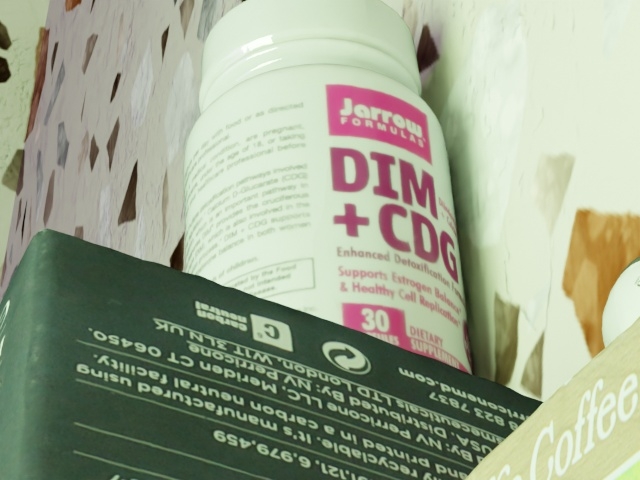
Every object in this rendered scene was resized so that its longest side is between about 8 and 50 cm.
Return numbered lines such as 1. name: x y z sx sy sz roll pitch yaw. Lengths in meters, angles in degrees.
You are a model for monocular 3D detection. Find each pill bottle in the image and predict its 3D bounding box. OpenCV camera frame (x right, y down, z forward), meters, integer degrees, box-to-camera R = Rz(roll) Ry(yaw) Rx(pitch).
1. pill bottle: 0.000 0.000 1.151 0.160 0.160 0.283 121 152 -50

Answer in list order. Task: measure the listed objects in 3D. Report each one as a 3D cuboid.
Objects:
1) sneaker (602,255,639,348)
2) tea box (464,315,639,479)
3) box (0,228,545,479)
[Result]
1. sneaker: 0.120 0.086 0.731 0.270 0.145 0.090 -128 19 -65
2. tea box: 0.189 0.150 0.385 0.329 0.220 0.323 125 149 -55
3. box: -0.073 0.339 0.764 0.480 0.297 0.472 -62 20 24
